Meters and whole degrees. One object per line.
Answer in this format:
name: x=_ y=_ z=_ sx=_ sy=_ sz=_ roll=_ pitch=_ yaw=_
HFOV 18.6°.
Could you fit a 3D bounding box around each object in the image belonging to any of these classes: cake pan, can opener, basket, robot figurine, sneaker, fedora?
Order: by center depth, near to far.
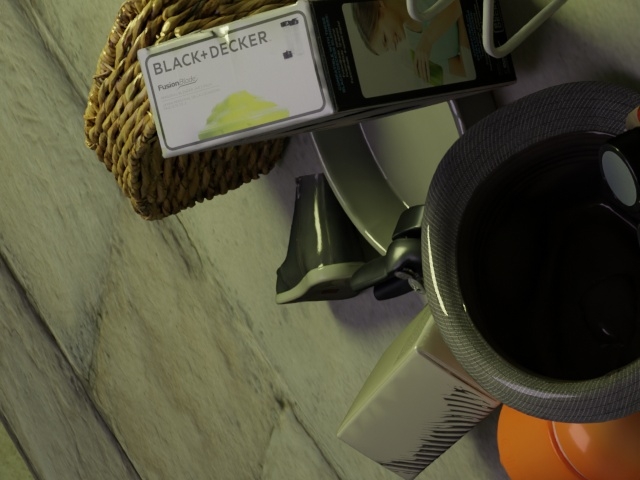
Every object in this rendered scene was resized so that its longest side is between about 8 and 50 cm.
fedora: x=0.211 y=0.026 z=1.513 sx=0.124 sy=0.243 sz=0.275 roll=46 pitch=-162 yaw=-55
robot figurine: x=0.231 y=0.157 z=1.635 sx=0.158 sy=0.128 sz=0.219 roll=67 pitch=156 yaw=7
cake pan: x=0.075 y=-0.108 z=1.804 sx=0.293 sy=0.054 sz=0.293 roll=45 pitch=147 yaw=40
can opener: x=0.076 y=0.026 z=1.805 sx=0.059 sy=0.073 sz=0.186 roll=26 pitch=158 yaw=-7
basket: x=-0.157 y=-0.191 z=2.008 sx=0.223 sy=0.213 sz=0.299 roll=57 pitch=153 yaw=19
sneaker: x=0.000 y=0.000 z=2.046 sx=0.222 sy=0.083 sz=0.118 roll=144 pitch=121 yaw=-72

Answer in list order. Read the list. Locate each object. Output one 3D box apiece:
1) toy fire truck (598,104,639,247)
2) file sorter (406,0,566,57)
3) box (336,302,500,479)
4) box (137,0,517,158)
toy fire truck: x=0.325 y=-0.034 z=1.290 sx=0.217 sy=0.158 sz=0.246 roll=64 pitch=166 yaw=7
file sorter: x=0.065 y=-0.284 z=1.422 sx=0.277 sy=0.193 sz=0.173 roll=28 pitch=142 yaw=26
box: x=0.109 y=0.128 z=1.833 sx=0.094 sy=0.113 sz=0.275 roll=32 pitch=155 yaw=0
box: x=0.012 y=-0.137 z=1.547 sx=0.169 sy=0.290 sz=0.087 roll=-12 pitch=91 yaw=33
